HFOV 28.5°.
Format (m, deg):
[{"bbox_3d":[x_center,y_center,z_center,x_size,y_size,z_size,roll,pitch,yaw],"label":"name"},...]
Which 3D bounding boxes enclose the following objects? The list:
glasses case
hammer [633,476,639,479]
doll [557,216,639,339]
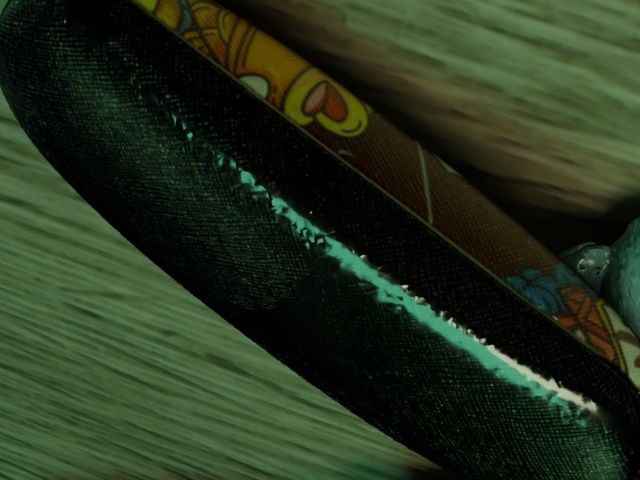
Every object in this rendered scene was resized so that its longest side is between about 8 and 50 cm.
[{"bbox_3d":[0.000,0.000,0.530,0.321,0.082,0.122,37,148,1],"label":"glasses case"},{"bbox_3d":[0.162,0.196,0.744,0.078,0.021,0.201,18,139,6],"label":"hammer"},{"bbox_3d":[0.183,0.014,0.493,0.120,0.075,0.180,40,137,-10],"label":"doll"}]
